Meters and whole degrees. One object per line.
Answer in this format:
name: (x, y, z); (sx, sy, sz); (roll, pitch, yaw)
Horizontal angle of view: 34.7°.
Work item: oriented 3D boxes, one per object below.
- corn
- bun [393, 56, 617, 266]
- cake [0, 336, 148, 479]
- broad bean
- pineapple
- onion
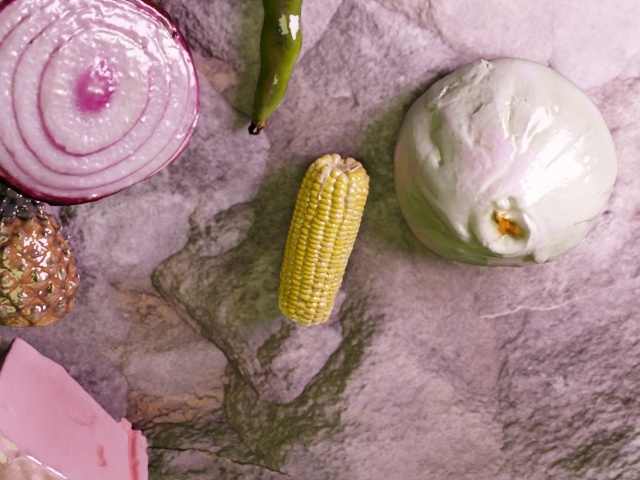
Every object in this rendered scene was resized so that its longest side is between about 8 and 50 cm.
corn: (0.000, 0.000, 1.391); (0.093, 0.093, 0.244); (13, 117, -5)
bun: (0.232, -0.074, 1.294); (0.293, 0.187, 0.293); (1, 116, 3)
cake: (-0.453, 0.358, 1.490); (0.314, 0.293, 0.307); (39, 107, -22)
broad bean: (-0.051, -0.264, 1.280); (0.060, 0.043, 0.297); (11, 119, 7)
pineapple: (-0.407, -0.026, 1.360); (0.158, 0.158, 0.278); (-1, 114, 2)
onion: (-0.327, -0.197, 1.203); (0.337, 0.260, 0.281); (11, 103, -42)
